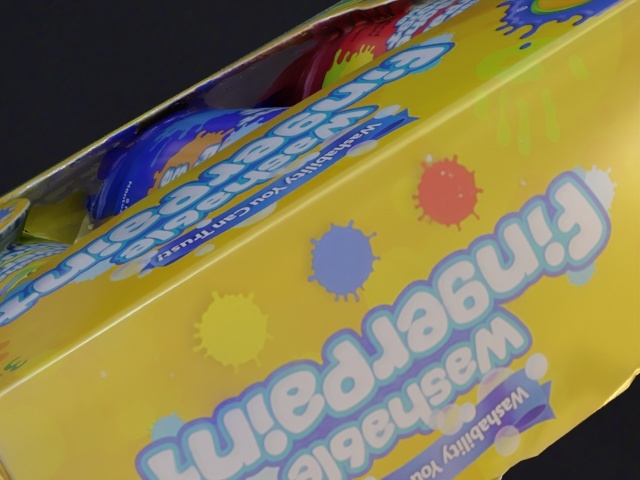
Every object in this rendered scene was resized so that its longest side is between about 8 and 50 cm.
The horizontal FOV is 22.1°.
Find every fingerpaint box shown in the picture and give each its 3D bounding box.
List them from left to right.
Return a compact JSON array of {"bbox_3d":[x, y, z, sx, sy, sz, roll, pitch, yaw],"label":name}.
[{"bbox_3d":[0.000,0.000,0.834,0.371,0.445,0.163,10,-51,64],"label":"fingerpaint box"}]
